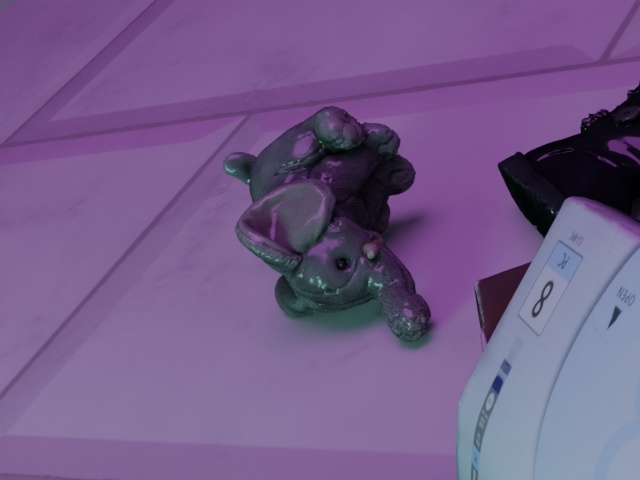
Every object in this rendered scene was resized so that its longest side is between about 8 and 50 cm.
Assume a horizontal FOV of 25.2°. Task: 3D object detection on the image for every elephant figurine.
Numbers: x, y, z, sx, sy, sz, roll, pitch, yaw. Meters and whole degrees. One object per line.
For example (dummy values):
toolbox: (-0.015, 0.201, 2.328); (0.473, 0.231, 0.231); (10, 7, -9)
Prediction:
elephant figurine: (0.000, 0.000, 1.364); (0.186, 0.169, 0.239); (-40, 29, 44)

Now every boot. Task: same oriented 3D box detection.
boot: (0.284, -0.067, 1.274); (0.207, 0.094, 0.246); (-30, 21, 3)

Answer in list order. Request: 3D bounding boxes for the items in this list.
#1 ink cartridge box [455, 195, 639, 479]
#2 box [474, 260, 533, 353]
ink cartridge box: (0.111, 0.183, 0.720); (0.385, 0.091, 0.308); (-61, 12, 7)
box: (0.311, 0.064, 0.984); (0.381, 0.143, 0.191); (-19, 29, 11)
